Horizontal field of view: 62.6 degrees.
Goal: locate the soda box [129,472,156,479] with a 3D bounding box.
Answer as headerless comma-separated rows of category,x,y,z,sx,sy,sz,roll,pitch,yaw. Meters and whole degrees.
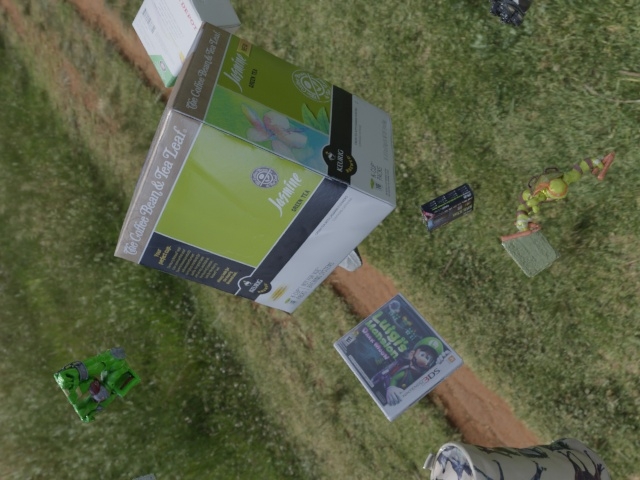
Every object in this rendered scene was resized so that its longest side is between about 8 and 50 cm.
soda box,-0.396,0.498,0.959,0.074,0.216,0.069,-42,63,20

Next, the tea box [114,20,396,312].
tea box,-0.107,-0.090,0.831,0.329,0.323,0.220,-48,29,43

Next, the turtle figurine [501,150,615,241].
turtle figurine,0.474,-0.099,1.114,0.269,0.217,0.087,-43,82,11

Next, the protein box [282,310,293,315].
protein box,-0.100,0.062,1.450,0.136,0.200,0.201,26,158,23

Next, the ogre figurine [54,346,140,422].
ogre figurine,-0.405,0.263,0.970,0.097,0.118,0.197,30,140,39

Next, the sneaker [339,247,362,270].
sneaker,0.000,0.000,1.286,0.129,0.297,0.111,-36,46,13

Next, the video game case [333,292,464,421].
video game case,0.144,0.215,1.006,0.190,0.173,0.022,49,173,38

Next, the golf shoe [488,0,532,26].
golf shoe,0.358,-0.518,1.055,0.094,0.198,0.077,-57,42,17

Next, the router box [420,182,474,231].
router box,0.297,-0.075,1.231,0.038,0.122,0.092,65,-175,23

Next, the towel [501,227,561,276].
towel,0.587,0.027,1.471,0.110,0.027,0.148,-41,106,18

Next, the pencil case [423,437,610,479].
pencil case,0.454,0.547,1.222,0.183,0.410,0.160,-171,88,-69

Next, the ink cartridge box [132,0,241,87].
ink cartridge box,-0.268,-0.428,1.041,0.212,0.093,0.154,-26,93,52
